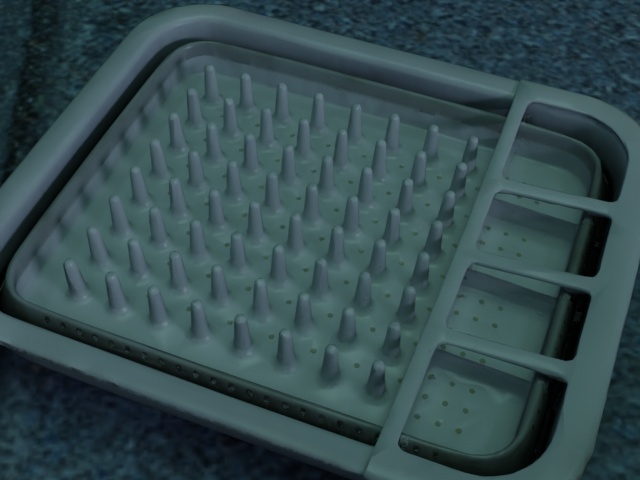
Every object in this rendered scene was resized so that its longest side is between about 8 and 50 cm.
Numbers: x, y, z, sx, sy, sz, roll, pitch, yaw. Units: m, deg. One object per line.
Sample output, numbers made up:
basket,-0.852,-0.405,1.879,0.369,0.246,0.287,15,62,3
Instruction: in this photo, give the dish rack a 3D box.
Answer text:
dish rack,0.000,0.000,0.562,0.333,0.072,0.285,18,52,12
